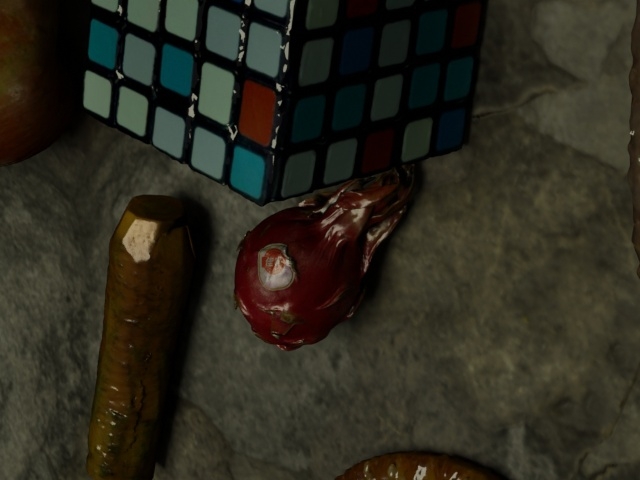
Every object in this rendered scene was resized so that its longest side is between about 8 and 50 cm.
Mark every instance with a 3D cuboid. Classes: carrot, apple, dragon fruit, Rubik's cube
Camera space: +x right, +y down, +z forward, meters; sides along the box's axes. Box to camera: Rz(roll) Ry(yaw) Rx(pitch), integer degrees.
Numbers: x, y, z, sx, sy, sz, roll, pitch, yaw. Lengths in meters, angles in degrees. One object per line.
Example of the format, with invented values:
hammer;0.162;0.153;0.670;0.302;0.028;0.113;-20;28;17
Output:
carrot;-0.143;0.085;1.335;0.070;0.070;0.260;33;124;33
apple;-0.273;-0.147;1.337;0.173;0.160;0.195;14;125;27
dragon fruit;0.000;0.000;1.160;0.094;0.094;0.190;51;127;21
Rubik's cube;-0.020;-0.150;1.063;0.184;0.182;0.187;28;121;36

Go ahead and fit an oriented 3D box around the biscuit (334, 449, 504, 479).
biscuit;0.087;0.291;1.197;0.305;0.038;0.305;16;113;41

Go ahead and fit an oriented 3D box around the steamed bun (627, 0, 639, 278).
steamed bun;0.271;-0.084;0.774;0.199;0.251;0.301;9;112;31
